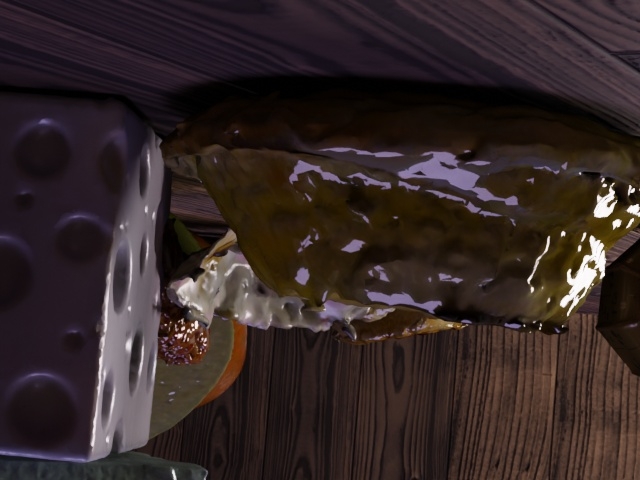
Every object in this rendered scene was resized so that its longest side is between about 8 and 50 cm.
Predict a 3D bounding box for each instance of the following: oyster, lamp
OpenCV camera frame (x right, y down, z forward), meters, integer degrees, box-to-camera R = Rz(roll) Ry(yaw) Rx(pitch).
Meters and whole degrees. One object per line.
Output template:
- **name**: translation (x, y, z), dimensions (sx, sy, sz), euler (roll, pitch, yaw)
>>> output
- **oyster**: translation (-0.003, 0.000, 1.316), dimensions (0.201, 0.107, 0.354), euler (-46, 151, 18)
- **lamp**: translation (0.346, 0.062, 1.471), dimensions (0.161, 0.161, 0.185), euler (5, 173, 2)

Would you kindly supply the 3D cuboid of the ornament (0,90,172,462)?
- **ornament**: translation (-0.246, 0.025, 1.092), dimensions (0.240, 0.239, 0.239), euler (4, 174, 3)

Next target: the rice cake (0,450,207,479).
- **rice cake**: translation (-0.199, 0.170, 1.116), dimensions (0.198, 0.037, 0.189), euler (7, 174, -24)

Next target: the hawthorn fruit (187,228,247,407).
- **hawthorn fruit**: translation (-0.214, 0.101, 1.894), dimensions (0.301, 0.267, 0.268), euler (-3, 180, -27)

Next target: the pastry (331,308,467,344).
- **pastry**: translation (0.119, 0.086, 2.112), dimensions (0.218, 0.100, 0.229), euler (-14, 180, 12)

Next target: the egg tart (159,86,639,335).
- **egg tart**: translation (0.061, -0.013, 1.003), dimensions (0.345, 0.132, 0.345), euler (7, 177, 0)

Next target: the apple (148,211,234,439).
- **apple**: translation (-0.265, 0.081, 1.421), dimensions (0.312, 0.320, 0.360), euler (37, 135, 7)

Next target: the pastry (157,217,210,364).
- **pastry**: translation (-0.136, 0.050, 1.284), dimensions (0.063, 0.087, 0.169), euler (-5, 146, 8)

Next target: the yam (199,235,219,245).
- **yam**: translation (-0.123, 0.022, 2.042), dimensions (0.253, 0.061, 0.061), euler (5, 175, 6)
